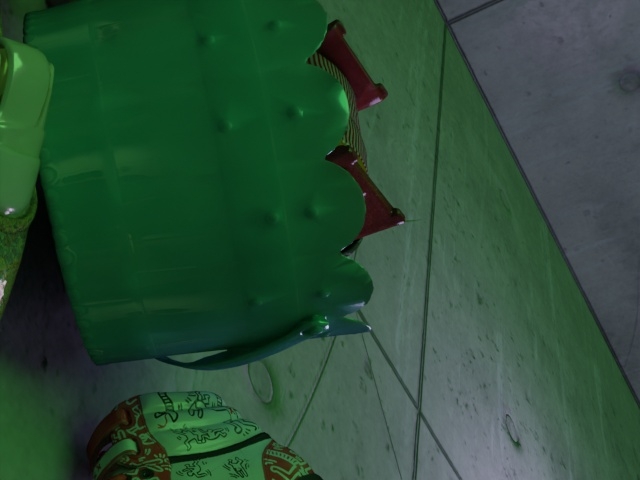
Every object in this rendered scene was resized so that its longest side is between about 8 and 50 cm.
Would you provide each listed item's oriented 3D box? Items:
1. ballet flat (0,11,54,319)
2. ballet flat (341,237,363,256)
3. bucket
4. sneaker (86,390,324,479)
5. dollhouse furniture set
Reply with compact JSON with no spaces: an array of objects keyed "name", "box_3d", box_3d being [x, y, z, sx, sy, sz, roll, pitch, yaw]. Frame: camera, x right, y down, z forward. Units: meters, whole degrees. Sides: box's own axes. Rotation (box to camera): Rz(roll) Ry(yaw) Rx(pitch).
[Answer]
[{"name":"ballet flat","box_3d":[-0.205,-0.112,0.667,0.123,0.123,0.348,25,47,-63]},{"name":"ballet flat","box_3d":[0.000,0.000,1.316,0.057,0.049,0.173,67,19,0]},{"name":"bucket","box_3d":[-0.083,-0.049,0.819,0.281,0.183,0.281,169,-90,-85]},{"name":"sneaker","box_3d":[-0.120,0.182,0.759,0.145,0.090,0.270,39,36,26]},{"name":"dollhouse furniture set","box_3d":[-0.076,-0.160,1.132,0.374,0.152,0.201,48,27,-44]}]
